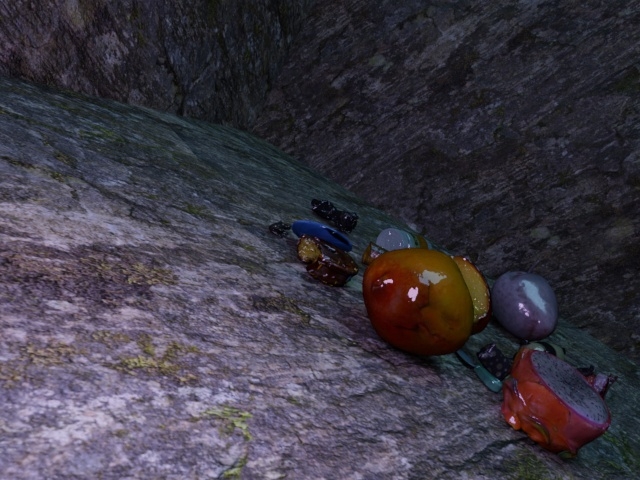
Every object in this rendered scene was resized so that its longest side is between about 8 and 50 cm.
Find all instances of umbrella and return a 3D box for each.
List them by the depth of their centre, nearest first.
[{"bbox_3d":[0.059,-0.138,2.396,0.272,0.122,0.110,33,-29,28],"label":"umbrella"}]

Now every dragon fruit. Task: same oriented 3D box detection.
[{"bbox_3d":[0.636,0.463,1.332,0.290,0.189,0.291,23,23,-11],"label":"dragon fruit"}]

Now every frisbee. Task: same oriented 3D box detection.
[{"bbox_3d":[0.000,0.000,1.774,0.241,0.045,0.242,19,-18,7],"label":"frisbee"}]

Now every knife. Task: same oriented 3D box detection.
[{"bbox_3d":[0.489,0.400,1.548,0.063,0.035,0.260,21,12,-28],"label":"knife"}]

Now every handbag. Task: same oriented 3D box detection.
[{"bbox_3d":[0.560,0.401,1.589,0.115,0.072,0.139,51,-7,5],"label":"handbag"}]

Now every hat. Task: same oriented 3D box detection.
[{"bbox_3d":[1.032,0.548,1.901,0.227,0.140,0.128,23,-1,33],"label":"hat"}]

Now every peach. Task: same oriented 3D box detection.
[{"bbox_3d":[0.279,0.170,1.380,0.373,0.289,0.373,53,20,-30],"label":"peach"},{"bbox_3d":[0.481,0.206,1.728,0.280,0.281,0.338,28,15,-4],"label":"peach"}]

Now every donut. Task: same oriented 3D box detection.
[{"bbox_3d":[0.019,0.072,1.626,0.216,0.096,0.230,18,17,-47],"label":"donut"}]

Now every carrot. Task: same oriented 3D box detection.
[{"bbox_3d":[0.311,0.114,1.998,0.301,0.114,0.114,30,14,12],"label":"carrot"}]

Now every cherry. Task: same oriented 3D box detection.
[{"bbox_3d":[0.946,0.300,2.223,0.326,0.291,0.335,48,32,5],"label":"cherry"}]

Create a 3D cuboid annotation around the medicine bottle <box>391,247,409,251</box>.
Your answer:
[{"bbox_3d":[0.396,0.108,2.134,0.188,0.132,0.088,21,18,-24],"label":"medicine bottle"}]

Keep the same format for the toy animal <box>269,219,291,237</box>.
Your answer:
[{"bbox_3d":[-0.148,-0.049,1.813,0.064,0.047,0.135,24,19,13],"label":"toy animal"}]

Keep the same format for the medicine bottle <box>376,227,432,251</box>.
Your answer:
[{"bbox_3d":[0.425,0.036,2.381,0.318,0.158,0.158,12,22,-50],"label":"medicine bottle"}]

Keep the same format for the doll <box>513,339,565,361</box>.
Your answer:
[{"bbox_3d":[0.837,0.449,1.828,0.234,0.135,0.143,15,18,-33],"label":"doll"}]
